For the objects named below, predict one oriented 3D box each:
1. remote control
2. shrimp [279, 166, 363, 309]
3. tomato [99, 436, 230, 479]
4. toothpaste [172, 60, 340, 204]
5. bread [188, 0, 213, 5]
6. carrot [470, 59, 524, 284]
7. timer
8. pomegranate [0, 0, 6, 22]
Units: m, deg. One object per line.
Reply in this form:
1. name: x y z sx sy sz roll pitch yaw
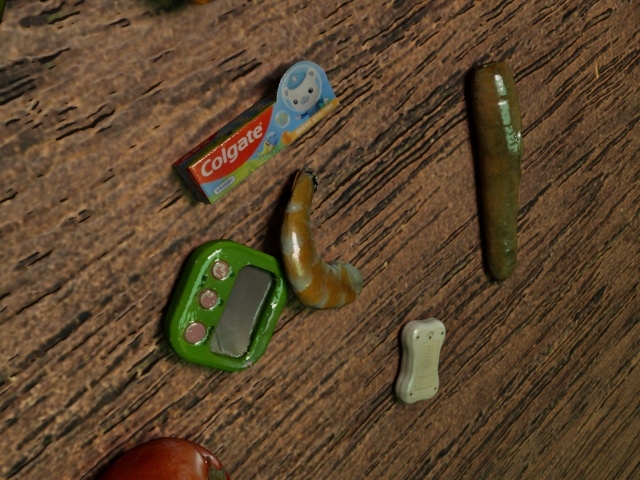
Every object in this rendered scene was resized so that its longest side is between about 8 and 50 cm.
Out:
1. remote control: 0.142 0.171 0.986 0.074 0.032 0.122 -2 102 -37
2. shrimp: 0.000 0.000 0.826 0.161 0.049 0.166 9 75 -57
3. tomato: -0.173 0.255 0.718 0.139 0.159 0.091 -31 79 9
4. toothpaste: -0.071 -0.124 0.742 0.193 0.044 0.070 -41 121 -22
5. bread: -0.103 -0.354 0.628 0.139 0.095 0.269 15 88 -46
6. carrot: 0.261 -0.086 0.992 0.070 0.070 0.342 -24 117 -30
7. timer: -0.104 0.073 0.767 0.128 0.047 0.140 23 87 -37
8. pomegranate: -0.347 -0.155 0.440 0.236 0.236 0.302 28 115 -38
